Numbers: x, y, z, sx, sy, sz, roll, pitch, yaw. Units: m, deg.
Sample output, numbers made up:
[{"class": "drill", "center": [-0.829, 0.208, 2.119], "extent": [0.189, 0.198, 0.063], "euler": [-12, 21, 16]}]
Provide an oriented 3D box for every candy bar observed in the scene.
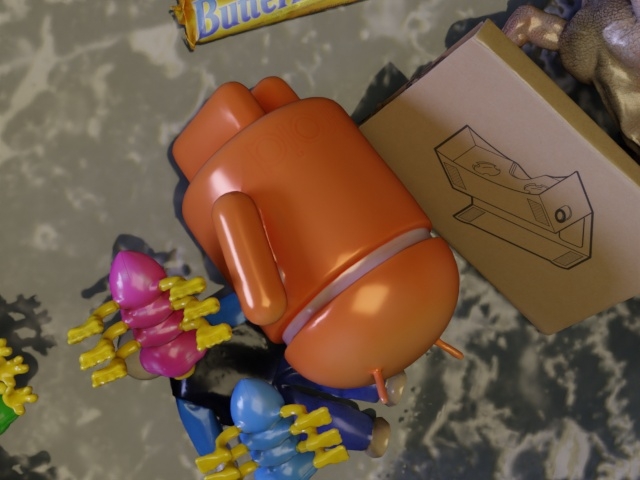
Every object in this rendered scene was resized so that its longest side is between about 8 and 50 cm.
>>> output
[{"class": "candy bar", "center": [-0.020, -0.166, 0.878], "extent": [0.162, 0.018, 0.040], "euler": [-16, 95, -8]}]

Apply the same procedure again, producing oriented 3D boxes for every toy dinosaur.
[{"class": "toy dinosaur", "center": [0.218, -0.155, 0.850], "extent": [0.200, 0.127, 0.295], "euler": [20, 84, -29]}]

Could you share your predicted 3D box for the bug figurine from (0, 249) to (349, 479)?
[{"class": "bug figurine", "center": [-0.134, 0.115, 0.800], "extent": [0.279, 0.072, 0.216], "euler": [-18, 119, 1]}]

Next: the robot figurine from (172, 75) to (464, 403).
[{"class": "robot figurine", "center": [-0.001, 0.001, 0.815], "extent": [0.128, 0.158, 0.219], "euler": [-36, 77, -5]}]

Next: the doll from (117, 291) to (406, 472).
[{"class": "doll", "center": [-0.044, 0.097, 0.871], "extent": [0.189, 0.046, 0.129], "euler": [17, 91, -9]}]

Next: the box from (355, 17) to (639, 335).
[{"class": "box", "center": [0.128, -0.033, 0.840], "extent": [0.201, 0.164, 0.021], "euler": [43, 56, -8]}]
